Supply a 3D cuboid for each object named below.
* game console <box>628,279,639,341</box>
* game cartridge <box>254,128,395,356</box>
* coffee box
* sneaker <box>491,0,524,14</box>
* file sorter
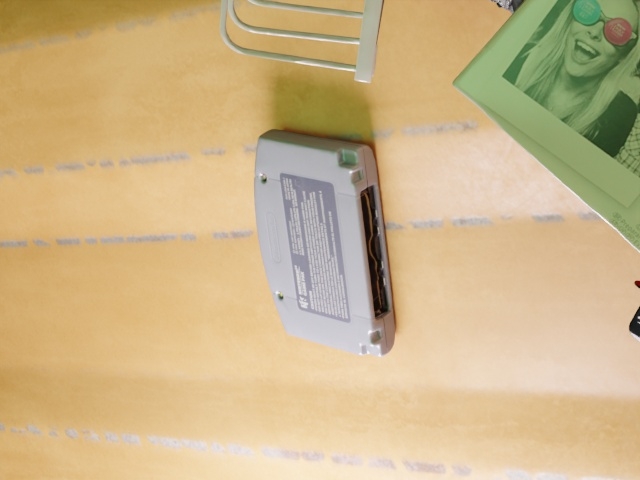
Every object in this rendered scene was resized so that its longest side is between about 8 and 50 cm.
[{"bbox_3d":[0.397,0.115,1.817,0.144,0.085,0.124,41,135,22],"label":"game console"},{"bbox_3d":[0.000,0.000,2.182,0.196,0.060,0.294,11,119,37],"label":"game cartridge"},{"bbox_3d":[0.372,-0.173,1.376,0.338,0.337,0.334,42,115,0],"label":"coffee box"},{"bbox_3d":[0.195,-0.273,1.796,0.268,0.101,0.153,-13,101,47],"label":"sneaker"},{"bbox_3d":[-0.005,-0.330,1.798,0.173,0.277,0.193,8,124,1],"label":"file sorter"}]
